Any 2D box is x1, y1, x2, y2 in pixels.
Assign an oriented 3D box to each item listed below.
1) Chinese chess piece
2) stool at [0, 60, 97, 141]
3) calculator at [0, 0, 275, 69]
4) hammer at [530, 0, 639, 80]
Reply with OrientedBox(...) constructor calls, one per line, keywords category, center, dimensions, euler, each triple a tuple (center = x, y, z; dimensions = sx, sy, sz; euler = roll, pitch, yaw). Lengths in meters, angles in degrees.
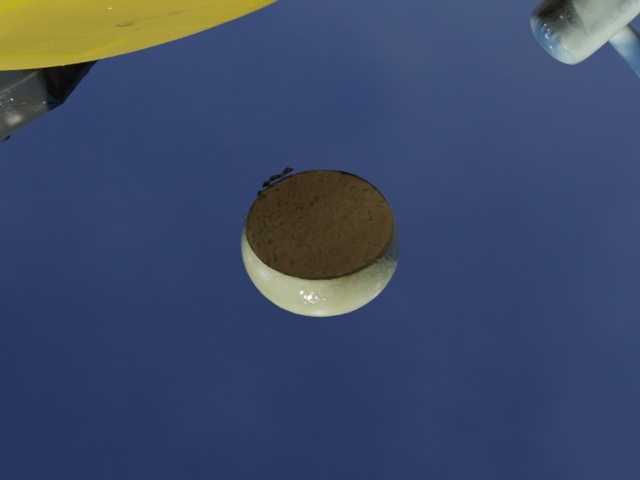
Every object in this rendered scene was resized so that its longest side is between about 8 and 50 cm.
OrientedBox(category="Chinese chess piece", center=(0.000, 0.000, 1.836), dimensions=(0.238, 0.092, 0.237), euler=(-2, -129, 3))
OrientedBox(category="stool", center=(-0.372, -0.226, 1.530), dimensions=(0.232, 0.141, 0.232), euler=(-28, -152, 16))
OrientedBox(category="calculator", center=(-0.090, -0.109, 0.552), dimensions=(0.146, 0.032, 0.235), euler=(-8, 178, -43))
OrientedBox(category="hammer", center=(0.283, -0.193, 1.217), dimensions=(0.194, 0.116, 0.069), euler=(31, -157, -48))
